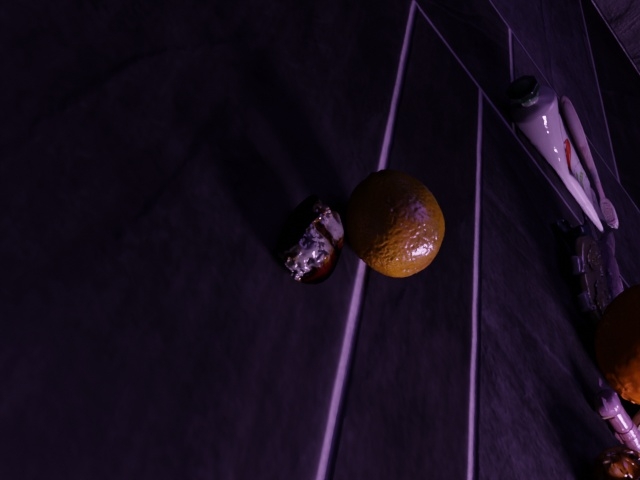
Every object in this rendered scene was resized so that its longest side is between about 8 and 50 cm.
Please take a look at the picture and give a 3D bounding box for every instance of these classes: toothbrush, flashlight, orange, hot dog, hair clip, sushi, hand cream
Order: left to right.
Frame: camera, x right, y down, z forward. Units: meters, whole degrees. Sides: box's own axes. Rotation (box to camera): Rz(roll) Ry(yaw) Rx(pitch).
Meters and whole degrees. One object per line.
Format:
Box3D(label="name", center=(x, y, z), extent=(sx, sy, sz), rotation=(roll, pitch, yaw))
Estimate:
Box3D(label="sushi", center=(0.000, 0.000, 0.667), extent=(0.046, 0.044, 0.083), rotation=(48, 33, -18))
Box3D(label="orange", center=(0.063, -0.017, 0.745), extent=(0.085, 0.085, 0.095), rotation=(13, 55, -53))
Box3D(label="hand cream", center=(0.402, -0.142, 1.434), extent=(0.336, 0.076, 0.121), rotation=(45, 33, -37))
Box3D(label="toothbrush", center=(0.504, -0.153, 1.631), extent=(0.029, 0.025, 0.307), rotation=(36, 37, -51))
Box3D(label="hair clip", center=(0.394, 0.046, 1.245), extent=(0.146, 0.056, 0.187), rotation=(1, 65, -50))
Box3D(label="flashlight", center=(0.362, 0.219, 1.058), extent=(0.110, 0.031, 0.052), rotation=(52, 27, -24))
Box3D(label="hot dog", center=(0.376, 0.305, 0.953), extent=(0.249, 0.076, 0.102), rotation=(44, 36, -29))
Box3D(label="orange", center=(0.453, 0.129, 1.117), extent=(0.193, 0.193, 0.161), rotation=(30, 47, -42))

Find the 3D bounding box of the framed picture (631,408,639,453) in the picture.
Box3D(label="framed picture", center=(0.522, 0.337, 1.160), extent=(0.232, 0.019, 0.296), rotation=(-24, 84, -47))
